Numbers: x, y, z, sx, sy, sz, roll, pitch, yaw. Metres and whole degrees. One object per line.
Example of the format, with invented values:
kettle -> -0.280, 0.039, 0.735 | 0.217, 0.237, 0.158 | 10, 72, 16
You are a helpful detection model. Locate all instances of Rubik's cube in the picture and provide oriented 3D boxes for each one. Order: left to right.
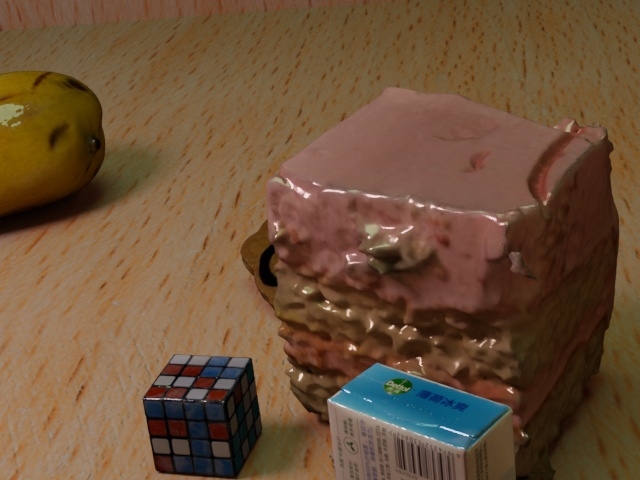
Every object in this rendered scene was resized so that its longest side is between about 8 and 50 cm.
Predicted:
Rubik's cube -> -0.121, 0.181, 1.249 | 0.092, 0.092, 0.092 | 1, 25, 15

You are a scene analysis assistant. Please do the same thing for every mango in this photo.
mango -> -0.563, -0.139, 1.919 | 0.445, 0.221, 0.301 | -13, 27, -8

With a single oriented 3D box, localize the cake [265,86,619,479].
cake -> 0.129, 0.031, 1.231 | 0.314, 0.307, 0.293 | 10, 35, 29

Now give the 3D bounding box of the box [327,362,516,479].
box -> 0.088, 0.216, 0.996 | 0.139, 0.194, 0.073 | 15, 33, 38

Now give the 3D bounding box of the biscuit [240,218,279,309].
biscuit -> 0.000, 0.000, 1.556 | 0.208, 0.041, 0.290 | -36, 43, 1
